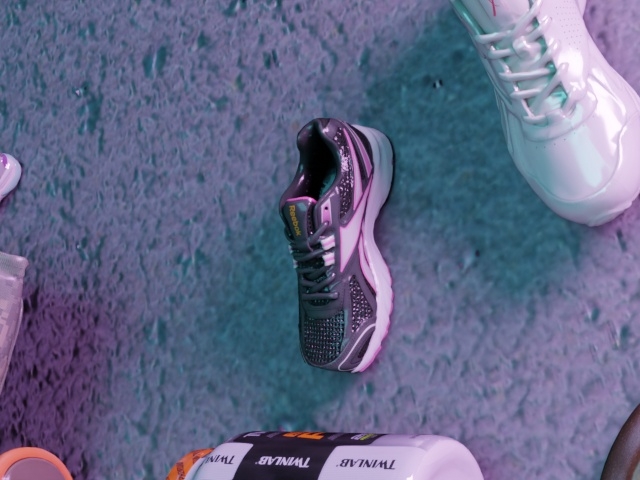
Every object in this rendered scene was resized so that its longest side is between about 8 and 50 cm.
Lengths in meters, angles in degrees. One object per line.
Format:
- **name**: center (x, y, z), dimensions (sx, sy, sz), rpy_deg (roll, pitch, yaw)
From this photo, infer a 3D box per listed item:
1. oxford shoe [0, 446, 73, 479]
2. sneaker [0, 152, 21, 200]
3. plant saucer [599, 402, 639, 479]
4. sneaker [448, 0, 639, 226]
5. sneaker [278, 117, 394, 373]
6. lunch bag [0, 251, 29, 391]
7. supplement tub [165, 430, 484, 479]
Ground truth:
- **oxford shoe**: center (-0.260, 0.327, 0.939), dimensions (0.132, 0.130, 0.364), rpy_deg (-1, 75, 42)
- **sneaker**: center (-0.304, -0.036, 1.117), dimensions (0.038, 0.069, 0.098), rpy_deg (24, 90, 38)
- **plant saucer**: center (0.232, 0.150, 0.698), dimensions (0.198, 0.036, 0.199), rpy_deg (-12, 68, 32)
- **sneaker**: center (0.126, -0.116, 0.806), dimensions (0.090, 0.115, 0.232), rpy_deg (-30, 60, 25)
- **sneaker**: center (0.000, 0.000, 0.884), dimensions (0.072, 0.077, 0.178), rpy_deg (-11, 70, 34)
- **lunch bag**: center (-0.334, 0.113, 1.017), dimensions (0.287, 0.169, 0.235), rpy_deg (166, 122, -72)
- **supplement tub**: center (-0.001, 0.175, 0.805), dimensions (0.190, 0.117, 0.117), rpy_deg (-4, 73, 34)
